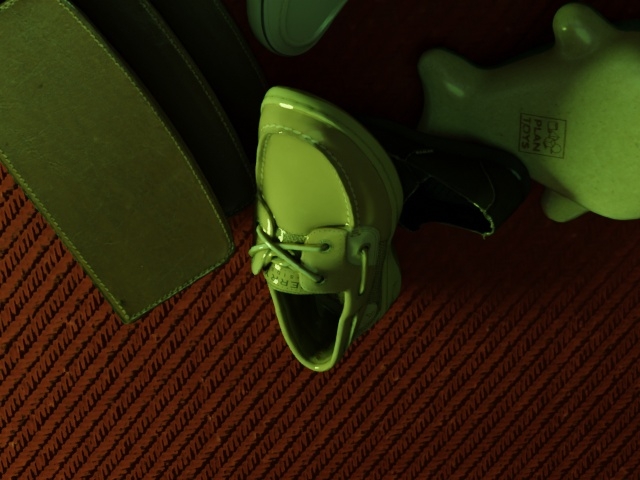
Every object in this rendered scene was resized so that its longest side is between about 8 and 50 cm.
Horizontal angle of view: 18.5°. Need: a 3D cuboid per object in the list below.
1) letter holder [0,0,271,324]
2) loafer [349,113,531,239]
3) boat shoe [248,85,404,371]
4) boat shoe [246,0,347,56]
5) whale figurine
[{"bbox_3d":[-0.164,-0.123,1.667,0.214,0.152,0.302,-31,119,5],"label":"letter holder"},{"bbox_3d":[0.072,-0.054,1.742,0.220,0.078,0.080,9,137,19],"label":"loafer"},{"bbox_3d":[0.000,0.000,1.700,0.121,0.110,0.341,21,153,24],"label":"boat shoe"},{"bbox_3d":[0.025,-0.265,1.649,0.096,0.088,0.267,15,113,-39],"label":"boat shoe"},{"bbox_3d":[0.224,-0.123,1.764,0.272,0.141,0.216,7,122,14],"label":"whale figurine"}]
